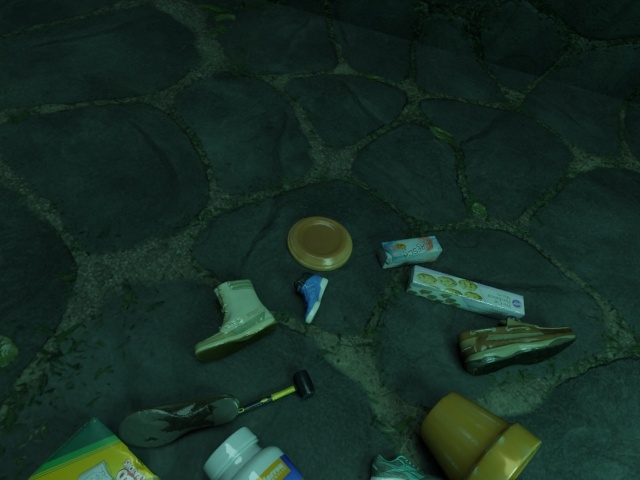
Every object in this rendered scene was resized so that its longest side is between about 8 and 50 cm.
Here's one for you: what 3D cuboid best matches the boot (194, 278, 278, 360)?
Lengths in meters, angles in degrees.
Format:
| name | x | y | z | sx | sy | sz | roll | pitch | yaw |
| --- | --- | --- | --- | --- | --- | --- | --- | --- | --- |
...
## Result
| name | x | y | z | sx | sy | sz | roll | pitch | yaw |
| --- | --- | --- | --- | --- | --- | --- | --- | --- | --- |
| boot | -0.235 | 0.191 | 1.059 | 0.213 | 0.077 | 0.165 | -20 | 59 | -30 |

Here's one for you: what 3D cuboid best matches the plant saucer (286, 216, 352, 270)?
| name | x | y | z | sx | sy | sz | roll | pitch | yaw |
| --- | --- | --- | --- | --- | --- | --- | --- | --- | --- |
| plant saucer | 0.000 | 0.000 | 1.274 | 0.199 | 0.037 | 0.200 | 5 | 52 | -7 |

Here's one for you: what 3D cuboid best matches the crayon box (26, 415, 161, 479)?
| name | x | y | z | sx | sy | sz | roll | pitch | yaw |
| --- | --- | --- | --- | --- | --- | --- | --- | --- | --- |
| crayon box | -0.392 | 0.492 | 0.794 | 0.278 | 0.081 | 0.165 | 34 | 55 | 15 |

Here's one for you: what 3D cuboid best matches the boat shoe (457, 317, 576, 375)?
| name | x | y | z | sx | sy | sz | roll | pitch | yaw |
| --- | --- | --- | --- | --- | --- | --- | --- | --- | --- |
| boat shoe | 0.512 | 0.258 | 1.118 | 0.323 | 0.123 | 0.120 | -6 | 51 | -15 |

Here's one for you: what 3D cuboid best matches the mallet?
| name | x | y | z | sx | sy | sz | roll | pitch | yaw |
| --- | --- | --- | --- | --- | --- | --- | --- | --- | --- |
| mallet | -0.101 | 0.367 | 0.977 | 0.189 | 0.039 | 0.062 | -24 | 57 | -21 |

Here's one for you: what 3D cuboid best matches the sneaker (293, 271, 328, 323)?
| name | x | y | z | sx | sy | sz | roll | pitch | yaw |
| --- | --- | --- | --- | --- | --- | --- | --- | --- | --- |
| sneaker | -0.039 | 0.148 | 1.137 | 0.084 | 0.058 | 0.152 | 22 | 48 | 0 |

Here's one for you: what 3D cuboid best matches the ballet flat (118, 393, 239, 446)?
| name | x | y | z | sx | sy | sz | roll | pitch | yaw |
| --- | --- | --- | --- | --- | --- | --- | --- | --- | --- |
| ballet flat | -0.300 | 0.381 | 0.920 | 0.249 | 0.058 | 0.084 | -11 | 91 | -12 |

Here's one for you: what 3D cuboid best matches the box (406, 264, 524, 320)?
| name | x | y | z | sx | sy | sz | roll | pitch | yaw |
| --- | --- | --- | --- | --- | --- | --- | --- | --- | --- |
| box | 0.410 | 0.153 | 1.213 | 0.323 | 0.063 | 0.067 | 17 | 53 | 3 |

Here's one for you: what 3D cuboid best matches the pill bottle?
| name | x | y | z | sx | sy | sz | roll | pitch | yaw |
| --- | --- | --- | --- | --- | --- | --- | --- | --- | --- |
| pill bottle | -0.093 | 0.495 | 0.802 | 0.272 | 0.152 | 0.152 | 41 | 57 | 20 |

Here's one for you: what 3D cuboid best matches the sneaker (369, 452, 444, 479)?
| name | x | y | z | sx | sy | sz | roll | pitch | yaw |
| --- | --- | --- | --- | --- | --- | --- | --- | --- | --- |
| sneaker | 0.184 | 0.497 | 0.911 | 0.166 | 0.065 | 0.076 | 8 | 48 | -6 |

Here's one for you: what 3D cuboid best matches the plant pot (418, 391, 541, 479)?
| name | x | y | z | sx | sy | sz | roll | pitch | yaw |
| --- | --- | --- | --- | --- | --- | --- | --- | --- | --- |
| plant pot | 0.323 | 0.437 | 0.909 | 0.205 | 0.205 | 0.188 | -28 | 47 | -27 |

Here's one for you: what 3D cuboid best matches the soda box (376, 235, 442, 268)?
| name | x | y | z | sx | sy | sz | roll | pitch | yaw |
| --- | --- | --- | --- | --- | --- | --- | --- | --- | --- |
| soda box | 0.267 | 0.035 | 1.278 | 0.183 | 0.063 | 0.058 | -8 | 54 | -16 |
